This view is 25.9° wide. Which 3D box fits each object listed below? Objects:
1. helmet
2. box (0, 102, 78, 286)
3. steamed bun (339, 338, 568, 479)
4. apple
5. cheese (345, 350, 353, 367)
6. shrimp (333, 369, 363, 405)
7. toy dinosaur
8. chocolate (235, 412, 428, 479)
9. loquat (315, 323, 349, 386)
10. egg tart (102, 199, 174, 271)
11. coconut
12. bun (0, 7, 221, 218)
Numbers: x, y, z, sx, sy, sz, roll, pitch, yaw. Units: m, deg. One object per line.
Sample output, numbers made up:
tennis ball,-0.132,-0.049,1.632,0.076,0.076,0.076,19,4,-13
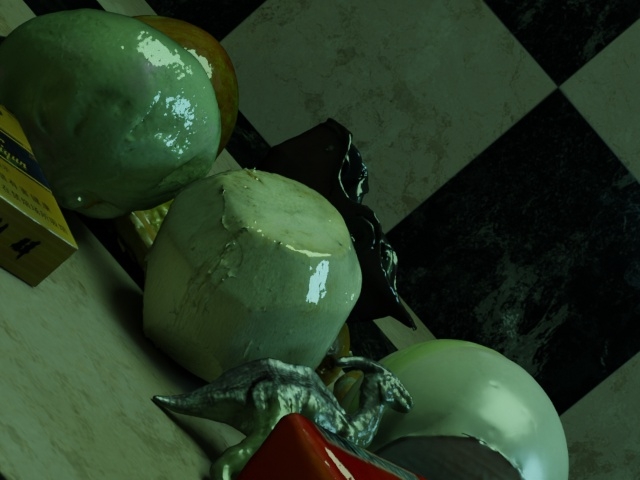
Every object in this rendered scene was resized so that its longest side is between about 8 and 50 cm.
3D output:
helmet,0.000,0.000,1.805,0.225,0.177,0.305,64,9,-72
box,-0.347,-0.078,1.399,0.152,0.070,0.237,41,14,-48
steamed bun,0.155,0.251,1.702,0.309,0.309,0.309,48,8,-9
apple,-0.242,-0.196,1.924,0.226,0.246,0.246,15,28,-35
cheese,0.020,0.185,2.283,0.084,0.041,0.060,36,-4,16
shrimp,0.092,0.290,2.083,0.185,0.068,0.287,38,16,-49
toy dinosaur,-0.027,0.204,1.480,0.294,0.077,0.162,5,63,-35
chocolate,0.079,0.365,1.303,0.341,0.161,0.360,54,8,30
loquat,-0.027,0.137,1.895,0.141,0.141,0.141,48,8,-9
egg tart,-0.168,0.010,1.828,0.288,0.118,0.288,52,4,-5
coconut,-0.092,0.055,1.613,0.245,0.247,0.245,21,31,-14
bun,-0.257,-0.125,1.595,0.283,0.283,0.179,44,43,-35
